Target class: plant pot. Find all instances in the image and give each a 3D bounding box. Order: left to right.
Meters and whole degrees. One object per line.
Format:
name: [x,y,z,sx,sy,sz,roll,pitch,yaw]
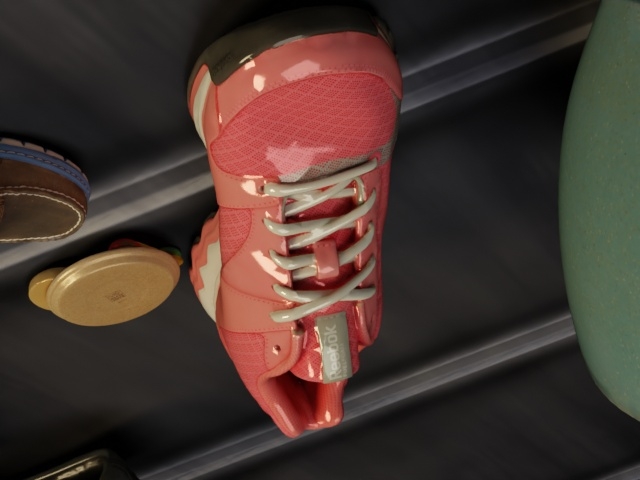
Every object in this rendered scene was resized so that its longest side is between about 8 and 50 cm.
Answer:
plant pot: [0.238,-0.064,0.840,0.290,0.290,0.195,-22,115,7]

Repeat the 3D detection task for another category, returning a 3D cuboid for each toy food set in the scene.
toy food set: [-0.123,0.025,0.994,0.083,0.020,0.082,-34,148,25]

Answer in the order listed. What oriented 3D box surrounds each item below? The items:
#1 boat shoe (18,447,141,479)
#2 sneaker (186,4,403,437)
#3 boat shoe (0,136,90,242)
boat shoe: [-0.271,0.226,1.168,0.340,0.127,0.113,-14,122,7]
sneaker: [0.001,0.000,0.903,0.116,0.136,0.314,-13,150,-12]
boat shoe: [-0.196,-0.011,0.842,0.183,0.066,0.066,4,144,-34]
